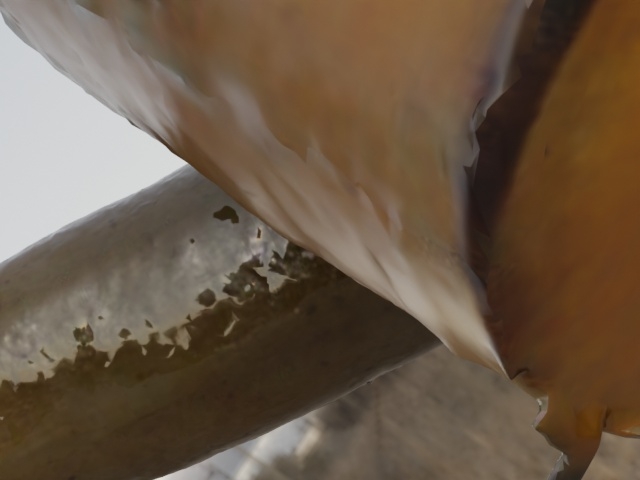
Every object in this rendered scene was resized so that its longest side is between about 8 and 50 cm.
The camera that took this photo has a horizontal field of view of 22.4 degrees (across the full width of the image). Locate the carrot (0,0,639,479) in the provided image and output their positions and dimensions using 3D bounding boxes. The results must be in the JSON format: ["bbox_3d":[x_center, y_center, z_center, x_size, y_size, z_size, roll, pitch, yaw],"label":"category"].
[{"bbox_3d":[0.014,-0.113,0.475,0.224,0.341,0.224,-22,-48,-26],"label":"carrot"}]

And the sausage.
[{"bbox_3d":[0.001,0.001,0.695,0.501,0.123,0.136,-29,-26,12],"label":"sausage"}]
